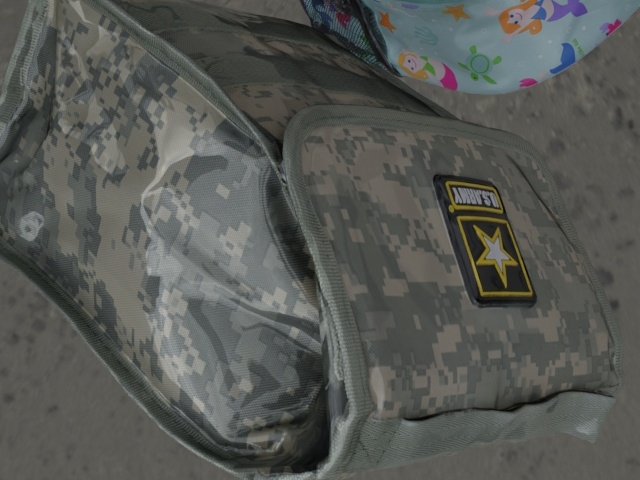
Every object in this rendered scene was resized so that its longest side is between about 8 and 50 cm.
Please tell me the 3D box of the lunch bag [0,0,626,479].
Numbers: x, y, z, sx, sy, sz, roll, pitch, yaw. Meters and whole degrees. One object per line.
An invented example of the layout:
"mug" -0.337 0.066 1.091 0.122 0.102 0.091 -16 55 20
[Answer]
"lunch bag" 0.000 0.000 0.656 0.287 0.235 0.169 39 112 33

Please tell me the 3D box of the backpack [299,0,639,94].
"backpack" 0.101 -0.217 0.877 0.225 0.253 0.191 -45 133 -12
